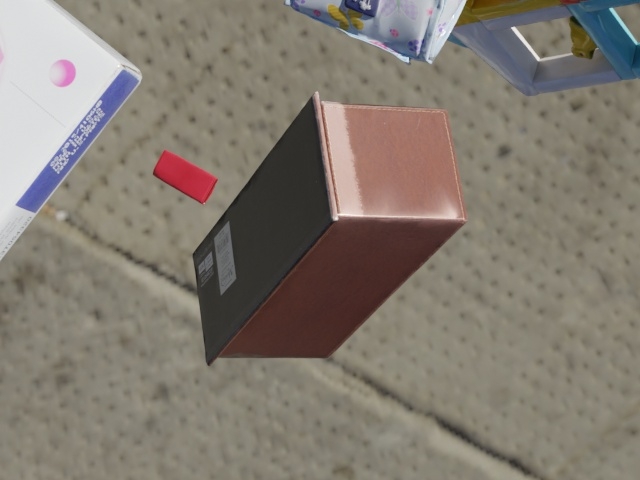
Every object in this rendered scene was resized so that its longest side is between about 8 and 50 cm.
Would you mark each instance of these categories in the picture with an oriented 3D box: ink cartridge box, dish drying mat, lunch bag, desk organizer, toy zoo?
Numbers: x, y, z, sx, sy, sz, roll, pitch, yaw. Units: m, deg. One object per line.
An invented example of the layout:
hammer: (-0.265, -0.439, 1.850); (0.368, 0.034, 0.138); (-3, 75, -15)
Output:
ink cartridge box: (-0.361, -0.101, 1.413); (0.324, 0.330, 0.071); (-52, 168, 3)
dish drying mat: (-0.142, -0.067, 1.921); (0.008, 0.083, 0.032); (31, 89, -54)
lunch bag: (0.031, -0.122, 0.762); (0.083, 0.071, 0.053); (-64, 167, 4)
desk organizer: (0.000, 0.000, 0.651); (0.050, 0.047, 0.130); (2, 155, -23)
toy zoo: (0.191, -0.184, 1.343); (0.293, 0.030, 0.192); (-6, 144, 39)
